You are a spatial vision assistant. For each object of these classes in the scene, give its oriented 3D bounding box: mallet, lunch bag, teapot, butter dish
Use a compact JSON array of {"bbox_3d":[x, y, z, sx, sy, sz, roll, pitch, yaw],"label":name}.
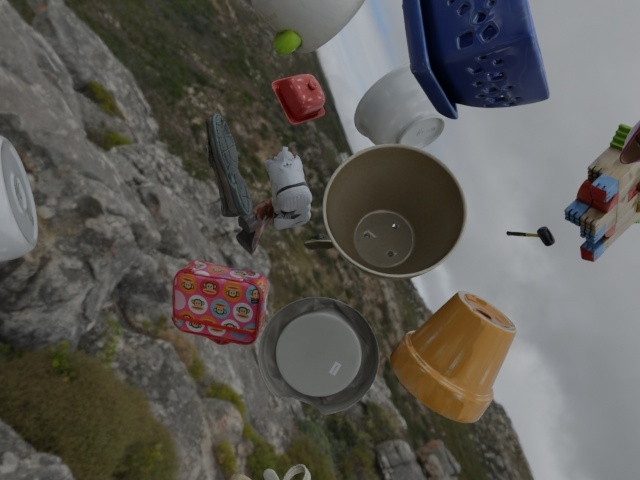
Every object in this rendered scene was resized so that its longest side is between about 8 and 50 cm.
[{"bbox_3d":[0.700,-0.012,1.741,0.062,0.039,0.190,49,-15,-12],"label":"mallet"},{"bbox_3d":[-0.319,0.211,1.650,0.120,0.293,0.258,-59,158,-70],"label":"lunch bag"},{"bbox_3d":[-0.646,-0.073,0.947,0.256,0.187,0.252,-157,-124,-71],"label":"teapot"},{"bbox_3d":[-0.050,-0.480,1.692,0.118,0.160,0.160,-26,-90,54],"label":"butter dish"}]

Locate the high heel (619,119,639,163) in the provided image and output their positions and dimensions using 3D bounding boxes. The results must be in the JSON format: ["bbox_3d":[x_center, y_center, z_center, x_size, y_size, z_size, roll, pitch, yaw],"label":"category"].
[{"bbox_3d":[0.763,-0.282,1.041,0.127,0.181,0.377,48,-17,19],"label":"high heel"}]

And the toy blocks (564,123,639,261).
[{"bbox_3d":[0.840,-0.110,1.541,0.191,0.261,0.381,41,-12,42],"label":"toy blocks"}]

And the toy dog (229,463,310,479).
[{"bbox_3d":[-0.197,0.784,1.590,0.220,0.334,0.161,-98,165,-55],"label":"toy dog"}]

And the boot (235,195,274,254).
[{"bbox_3d":[-0.201,-0.092,2.046,0.096,0.280,0.264,38,-31,23],"label":"boot"}]

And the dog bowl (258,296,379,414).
[{"bbox_3d":[-0.004,0.328,1.538,0.102,0.349,0.348,-67,135,-84],"label":"dog bowl"}]

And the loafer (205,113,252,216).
[{"bbox_3d":[-0.255,-0.184,1.337,0.096,0.084,0.267,-52,128,-67],"label":"loafer"}]

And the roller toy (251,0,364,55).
[{"bbox_3d":[-0.020,-0.443,0.904,0.146,0.191,0.209,39,44,-29],"label":"roller toy"}]

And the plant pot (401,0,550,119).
[{"bbox_3d":[0.282,-0.374,0.964,0.236,0.212,0.236,25,56,-58],"label":"plant pot"}]

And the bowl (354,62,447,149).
[{"bbox_3d":[0.253,-0.342,1.455,0.298,0.298,0.134,57,8,-66],"label":"bowl"}]

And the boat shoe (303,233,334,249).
[{"bbox_3d":[0.000,0.000,1.861,0.056,0.152,0.049,40,61,-36],"label":"boat shoe"}]

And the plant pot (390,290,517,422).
[{"bbox_3d":[0.269,0.208,1.007,0.205,0.188,0.205,26,17,-9],"label":"plant pot"}]

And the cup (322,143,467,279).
[{"bbox_3d":[0.170,-0.038,1.301,0.237,0.331,0.331,90,-19,-71],"label":"cup"}]

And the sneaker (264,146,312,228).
[{"bbox_3d":[-0.117,-0.180,1.870,0.366,0.137,0.210,114,-37,-71],"label":"sneaker"}]
